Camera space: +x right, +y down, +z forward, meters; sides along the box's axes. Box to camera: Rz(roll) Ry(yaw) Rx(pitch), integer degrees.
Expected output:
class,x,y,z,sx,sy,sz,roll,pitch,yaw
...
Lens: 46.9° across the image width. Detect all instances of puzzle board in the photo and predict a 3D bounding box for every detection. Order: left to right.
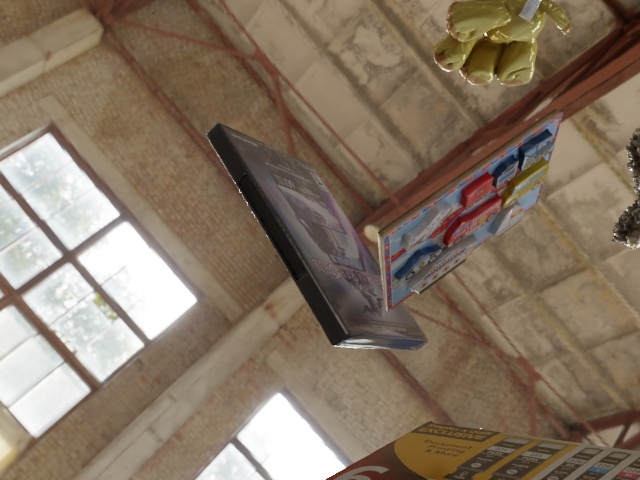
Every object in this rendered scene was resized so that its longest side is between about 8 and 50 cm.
class,x,y,z,sx,sy,sz,roll,pitch,yaw
puzzle board,0.089,-0.013,0.438,0.011,0.128,0.096,50,-13,28

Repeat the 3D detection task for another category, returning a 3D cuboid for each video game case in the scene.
class,x,y,z,sx,sy,sz,roll,pitch,yaw
video game case,0.000,0.000,0.804,0.026,0.196,0.274,-42,-117,18

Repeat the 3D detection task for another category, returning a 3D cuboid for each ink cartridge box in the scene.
class,x,y,z,sx,sy,sz,roll,pitch,yaw
ink cartridge box,0.187,0.256,0.652,0.309,0.271,0.130,-5,-84,45

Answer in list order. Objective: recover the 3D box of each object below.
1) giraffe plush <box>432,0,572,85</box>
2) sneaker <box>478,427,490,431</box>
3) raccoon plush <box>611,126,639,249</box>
class,x,y,z,sx,sy,sz,roll,pitch,yaw
giraffe plush,0.277,-0.367,1.144,0.181,0.171,0.210,18,-35,-20
sneaker,0.256,0.313,1.072,0.192,0.064,0.086,-15,-56,47
raccoon plush,0.511,-0.108,0.970,0.299,0.446,0.216,-3,-75,9
